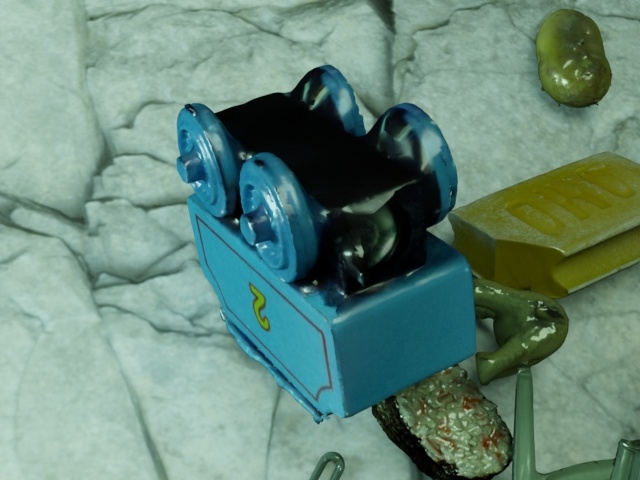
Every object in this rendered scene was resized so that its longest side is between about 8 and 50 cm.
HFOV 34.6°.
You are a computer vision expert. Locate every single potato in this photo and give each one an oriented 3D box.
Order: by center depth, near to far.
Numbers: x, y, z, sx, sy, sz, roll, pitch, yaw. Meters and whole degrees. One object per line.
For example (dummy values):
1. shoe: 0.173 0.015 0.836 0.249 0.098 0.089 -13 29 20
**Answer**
1. potato: 0.314 -0.223 1.278 0.092 0.070 0.138 5 57 -9

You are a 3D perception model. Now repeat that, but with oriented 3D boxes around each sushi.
1. sushi: 0.114 0.170 0.983 0.090 0.078 0.150 -31 71 -27

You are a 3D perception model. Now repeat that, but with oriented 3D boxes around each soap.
1. soap: 0.269 -0.016 1.111 0.232 0.073 0.140 -20 33 -24

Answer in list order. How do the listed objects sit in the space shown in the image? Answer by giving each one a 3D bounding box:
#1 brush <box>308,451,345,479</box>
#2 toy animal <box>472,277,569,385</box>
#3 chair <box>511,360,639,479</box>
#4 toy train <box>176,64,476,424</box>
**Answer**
1. brush: -0.043 0.297 0.904 0.062 0.027 0.266 30 53 5
2. toy animal: 0.199 0.088 1.011 0.101 0.218 0.103 -10 77 8
3. chair: 0.283 0.257 0.906 0.203 0.274 0.190 -8 23 -16
4. toy train: 0.000 0.000 0.926 0.188 0.265 0.300 -22 33 -22
